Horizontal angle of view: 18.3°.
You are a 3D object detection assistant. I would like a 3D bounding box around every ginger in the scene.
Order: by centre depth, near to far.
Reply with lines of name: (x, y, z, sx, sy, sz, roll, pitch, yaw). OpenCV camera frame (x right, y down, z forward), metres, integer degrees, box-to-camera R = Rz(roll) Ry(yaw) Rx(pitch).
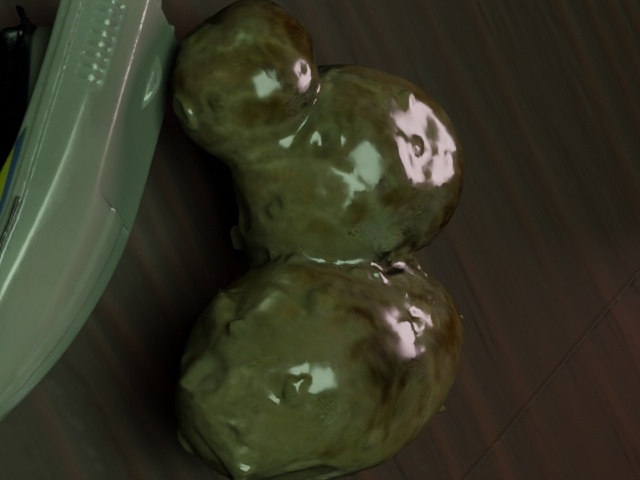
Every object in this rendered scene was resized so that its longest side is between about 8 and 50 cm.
ginger: (0.000, 0.000, 1.250, 0.244, 0.155, 0.304, -2, 85, -43)

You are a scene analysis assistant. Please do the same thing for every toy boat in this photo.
toy boat: (-0.175, -0.032, 1.178, 0.141, 0.141, 0.269, 34, 76, -23)
